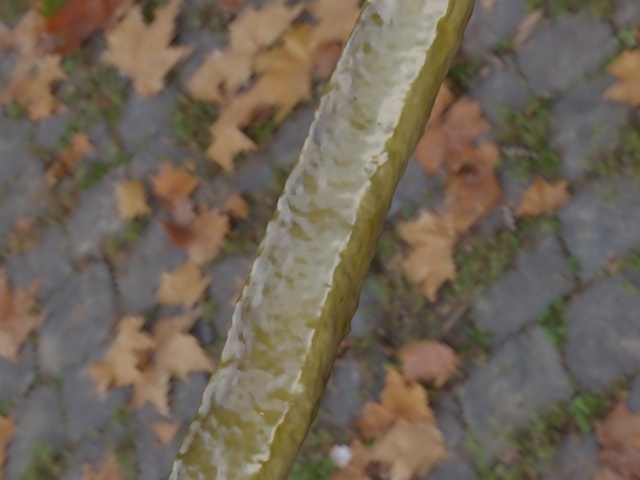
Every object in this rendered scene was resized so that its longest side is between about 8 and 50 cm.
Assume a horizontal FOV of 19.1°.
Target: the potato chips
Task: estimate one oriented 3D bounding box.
[{"bbox_3d":[0.000,0.000,0.933,0.057,0.080,0.407,22,91,13],"label":"potato chips"}]
